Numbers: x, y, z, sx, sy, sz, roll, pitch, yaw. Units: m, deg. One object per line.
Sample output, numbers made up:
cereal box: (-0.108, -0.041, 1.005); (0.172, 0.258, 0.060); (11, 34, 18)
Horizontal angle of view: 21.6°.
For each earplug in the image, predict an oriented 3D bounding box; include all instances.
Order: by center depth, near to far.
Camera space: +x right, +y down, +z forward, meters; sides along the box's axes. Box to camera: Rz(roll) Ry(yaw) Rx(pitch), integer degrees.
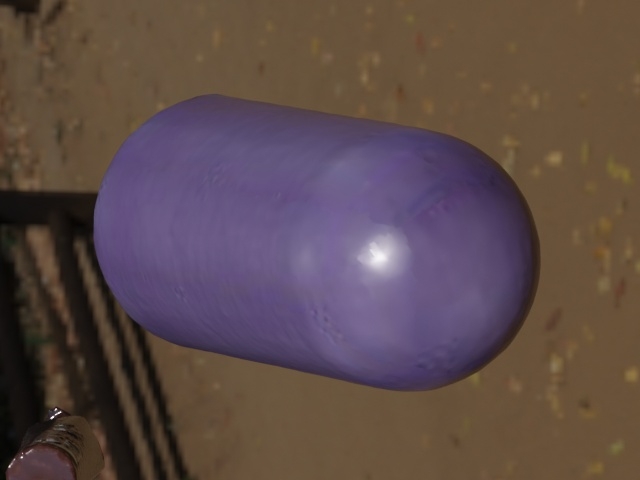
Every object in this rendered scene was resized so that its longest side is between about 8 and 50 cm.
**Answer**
earplug: (0.000, 0.000, 1.211); (0.456, 0.215, 0.215); (-170, 82, -66)

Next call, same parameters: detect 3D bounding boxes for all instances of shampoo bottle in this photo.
shampoo bottle: (-0.235, 0.192, 1.498); (0.068, 0.067, 0.236); (64, 180, -2)
